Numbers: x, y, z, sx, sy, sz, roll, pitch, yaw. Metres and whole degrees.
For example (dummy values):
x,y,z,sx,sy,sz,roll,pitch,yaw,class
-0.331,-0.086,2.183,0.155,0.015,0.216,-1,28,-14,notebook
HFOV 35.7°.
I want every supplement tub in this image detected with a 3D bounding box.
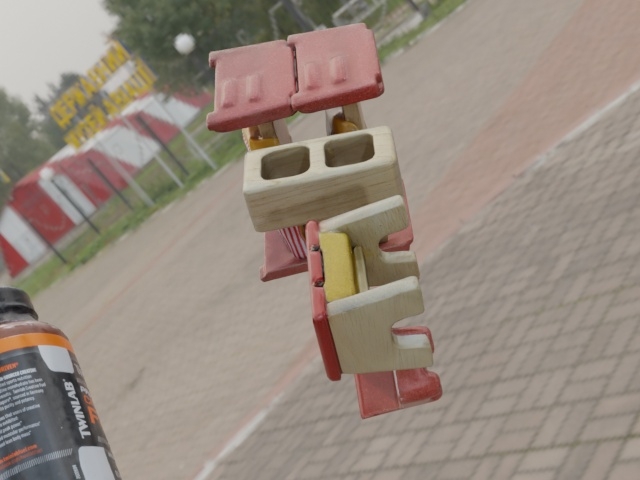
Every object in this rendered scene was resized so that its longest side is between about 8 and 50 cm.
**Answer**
x,y,z,sx,sy,sz,roll,pitch,yaw,class
-0.217,0.131,0.722,0.106,0.197,0.106,-22,-26,-11,supplement tub

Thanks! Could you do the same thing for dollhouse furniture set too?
x,y,z,sx,sy,sz,roll,pitch,yaw,class
0.000,0.000,0.825,0.152,0.201,0.374,-11,40,6,dollhouse furniture set
